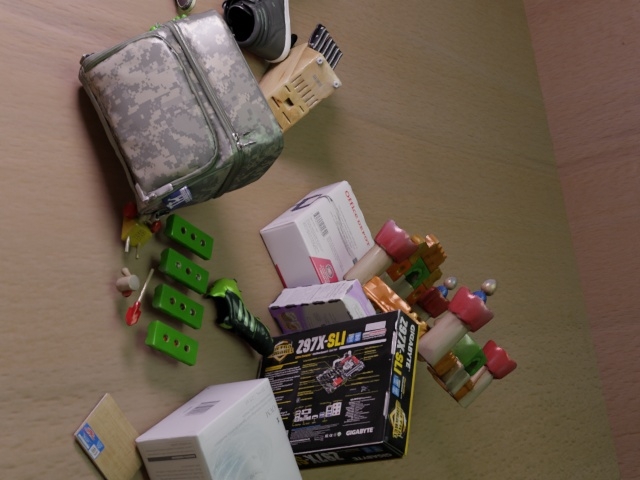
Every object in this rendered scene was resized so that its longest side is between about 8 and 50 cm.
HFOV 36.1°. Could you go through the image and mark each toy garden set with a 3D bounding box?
[{"bbox_3d":[-0.281,0.068,1.681,0.203,0.049,0.244,37,50,-46],"label":"toy garden set"}]

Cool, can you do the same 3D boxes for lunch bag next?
[{"bbox_3d":[-0.242,-0.205,1.662,0.256,0.212,0.305,-24,83,-24],"label":"lunch bag"}]

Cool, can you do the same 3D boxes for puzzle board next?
[{"bbox_3d":[-0.327,0.320,1.545,0.128,0.011,0.096,60,38,-21],"label":"puzzle board"}]

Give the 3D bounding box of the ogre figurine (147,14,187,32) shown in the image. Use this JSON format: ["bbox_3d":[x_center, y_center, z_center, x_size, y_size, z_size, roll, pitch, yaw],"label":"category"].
[{"bbox_3d":[-0.230,-0.358,1.883,0.118,0.096,0.197,63,16,14],"label":"ogre figurine"}]

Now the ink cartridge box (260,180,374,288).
[{"bbox_3d":[0.000,0.000,2.065,0.237,0.100,0.172,-41,111,-53],"label":"ink cartridge box"}]

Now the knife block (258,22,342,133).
[{"bbox_3d":[-0.068,-0.354,2.140,0.275,0.242,0.088,-40,119,-5],"label":"knife block"}]

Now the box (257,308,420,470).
[{"bbox_3d":[0.018,0.279,1.783,0.079,0.322,0.257,42,45,-38],"label":"box"}]

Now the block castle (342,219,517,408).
[{"bbox_3d":[0.252,0.149,2.078,0.303,0.213,0.453,44,-3,28],"label":"block castle"}]

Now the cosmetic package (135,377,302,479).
[{"bbox_3d":[-0.159,0.381,1.643,0.224,0.138,0.225,-32,108,-57],"label":"cosmetic package"}]

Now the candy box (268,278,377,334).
[{"bbox_3d":[0.020,0.169,1.937,0.070,0.196,0.165,-49,119,-42],"label":"candy box"}]

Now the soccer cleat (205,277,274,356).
[{"bbox_3d":[-0.152,0.153,1.830,0.179,0.060,0.072,57,47,-14],"label":"soccer cleat"}]

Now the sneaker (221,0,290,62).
[{"bbox_3d":[-0.142,-0.527,2.056,0.147,0.104,0.296,-3,84,-61],"label":"sneaker"}]

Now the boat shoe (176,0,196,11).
[{"bbox_3d":[-0.280,-0.515,1.905,0.049,0.056,0.152,5,63,-50],"label":"boat shoe"}]
